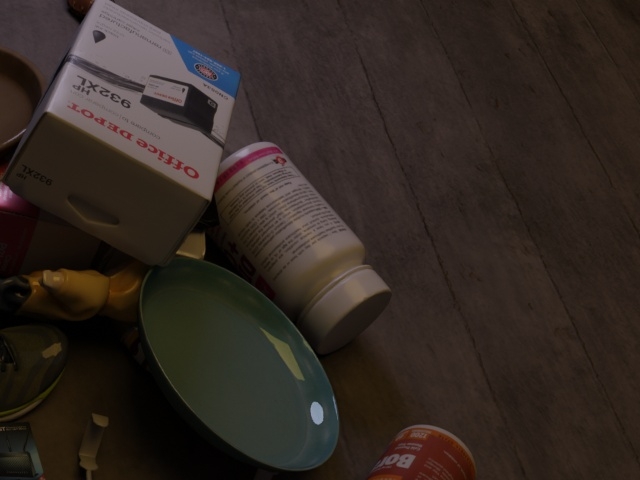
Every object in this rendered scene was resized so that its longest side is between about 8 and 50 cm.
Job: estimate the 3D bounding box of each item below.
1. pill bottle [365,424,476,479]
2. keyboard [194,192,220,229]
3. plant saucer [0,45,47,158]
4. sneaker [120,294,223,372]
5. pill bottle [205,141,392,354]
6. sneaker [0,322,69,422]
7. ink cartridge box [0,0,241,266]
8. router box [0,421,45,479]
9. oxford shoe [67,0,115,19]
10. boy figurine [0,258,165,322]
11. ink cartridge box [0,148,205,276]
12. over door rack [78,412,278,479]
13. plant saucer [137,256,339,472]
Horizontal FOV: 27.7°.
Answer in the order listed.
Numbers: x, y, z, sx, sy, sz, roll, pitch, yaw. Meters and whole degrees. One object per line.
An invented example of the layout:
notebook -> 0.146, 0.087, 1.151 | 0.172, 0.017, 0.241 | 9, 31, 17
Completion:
pill bottle -> 0.102, 0.329, 1.586 | 0.121, 0.121, 0.216 | 35, 36, 6
keyboard -> -0.248, -0.136, 1.771 | 0.202, 0.033, 0.317 | 16, 36, -28
plant saucer -> -0.492, -0.172, 1.687 | 0.278, 0.041, 0.278 | 3, 42, -3
sneaker -> -0.170, 0.120, 1.696 | 0.185, 0.069, 0.084 | -27, 69, -41
pill bottle -> -0.039, 0.012, 1.825 | 0.160, 0.160, 0.283 | -20, 62, -46
sneaker -> -0.403, 0.143, 1.453 | 0.300, 0.121, 0.111 | -17, 57, -45
ink cartridge box -> -0.239, -0.143, 1.631 | 0.223, 0.129, 0.307 | 29, 33, -16
router box -> -0.369, 0.248, 1.424 | 0.122, 0.038, 0.092 | 2, 44, -33
oxford shoe -> -0.376, -0.384, 2.157 | 0.076, 0.076, 0.212 | -20, 56, -11
boy figurine -> -0.324, 0.055, 1.577 | 0.285, 0.177, 0.092 | -1, 82, -20
ink cartridge box -> -0.308, -0.035, 1.732 | 0.283, 0.117, 0.207 | 15, 37, -20
over door rack -> -0.155, 0.347, 1.417 | 0.240, 0.108, 0.324 | 19, 24, -17
plant saucer -> -0.106, 0.157, 1.597 | 0.317, 0.044, 0.317 | 37, 27, -23
